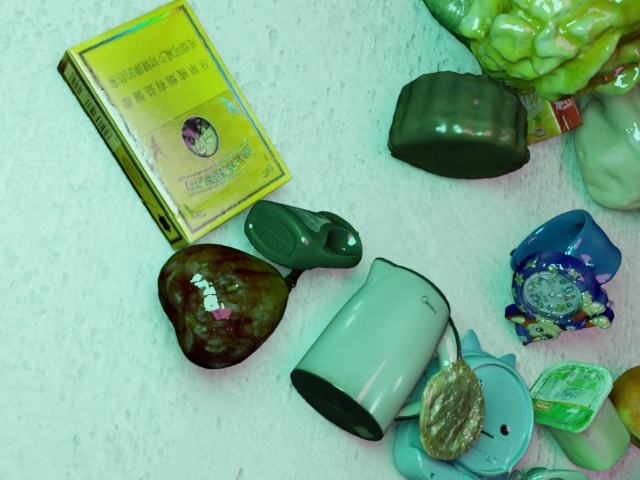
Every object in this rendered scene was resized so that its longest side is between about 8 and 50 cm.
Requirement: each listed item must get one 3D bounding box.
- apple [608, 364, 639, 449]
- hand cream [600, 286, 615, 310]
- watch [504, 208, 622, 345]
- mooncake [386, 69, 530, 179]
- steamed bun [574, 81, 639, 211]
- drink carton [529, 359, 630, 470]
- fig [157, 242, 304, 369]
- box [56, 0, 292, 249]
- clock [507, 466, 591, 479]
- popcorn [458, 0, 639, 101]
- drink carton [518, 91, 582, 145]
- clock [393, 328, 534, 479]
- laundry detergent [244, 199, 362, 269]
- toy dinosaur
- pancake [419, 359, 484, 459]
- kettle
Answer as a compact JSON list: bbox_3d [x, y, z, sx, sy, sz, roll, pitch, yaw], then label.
[{"bbox_3d":[0.610,0.309,1.343,0.139,0.163,0.163,-46,105,-8],"label":"apple"},{"bbox_3d":[0.492,0.098,1.378,0.142,0.053,0.084,29,71,-11],"label":"hand cream"},{"bbox_3d":[0.420,0.053,1.277,0.171,0.196,0.200,53,45,-19],"label":"watch"},{"bbox_3d":[0.226,-0.184,1.180,0.228,0.228,0.124,15,76,-25],"label":"mooncake"},{"bbox_3d":[0.677,-0.213,1.405,0.352,0.247,0.339,22,75,-28],"label":"steamed bun"},{"bbox_3d":[0.462,0.314,1.282,0.144,0.146,0.142,-46,112,-24],"label":"drink carton"},{"bbox_3d":[-0.106,0.074,1.024,0.274,0.145,0.170,-18,68,-52],"label":"fig"},{"bbox_3d":[-0.200,-0.164,1.029,0.193,0.084,0.301,-36,99,-26],"label":"box"},{"bbox_3d":[0.387,0.464,1.259,0.188,0.060,0.148,19,75,-24],"label":"clock"},{"bbox_3d":[0.361,-0.353,1.106,0.335,0.274,0.279,-28,124,-66],"label":"popcorn"},{"bbox_3d":[0.393,-0.296,1.352,0.071,0.096,0.223,-24,94,-30],"label":"drink carton"},{"bbox_3d":[0.252,0.290,1.195,0.223,0.094,0.274,29,71,-23],"label":"clock"},{"bbox_3d":[0.000,0.000,1.075,0.222,0.144,0.078,9,111,-53],"label":"laundry detergent"},{"bbox_3d":[0.229,-0.372,1.314,0.447,0.301,0.087,28,39,9],"label":"toy dinosaur"},{"bbox_3d":[0.197,0.252,1.086,0.151,0.025,0.151,-5,99,-37],"label":"pancake"},{"bbox_3d":[0.106,0.175,1.096,0.221,0.161,0.236,43,63,-9],"label":"kettle"}]
